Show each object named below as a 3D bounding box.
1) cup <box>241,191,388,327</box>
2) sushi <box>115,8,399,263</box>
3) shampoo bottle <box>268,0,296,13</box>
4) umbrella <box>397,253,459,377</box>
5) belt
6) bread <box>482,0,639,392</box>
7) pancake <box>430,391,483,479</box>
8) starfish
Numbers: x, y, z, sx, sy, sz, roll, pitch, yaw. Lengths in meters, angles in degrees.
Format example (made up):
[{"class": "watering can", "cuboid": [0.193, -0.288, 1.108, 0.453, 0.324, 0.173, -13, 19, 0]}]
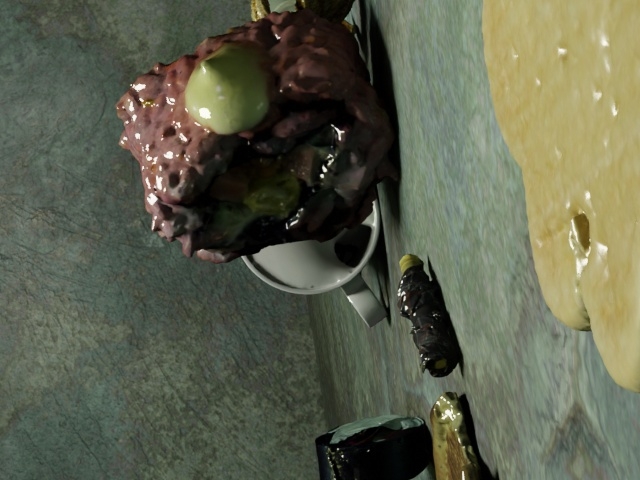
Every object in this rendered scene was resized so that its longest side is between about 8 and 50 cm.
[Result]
[{"class": "cup", "cuboid": [-0.016, -0.001, 1.729, 0.202, 0.167, 0.221, -126, 29, -87]}, {"class": "sushi", "cuboid": [-0.064, -0.099, 1.457, 0.236, 0.270, 0.171, 66, -175, -50]}, {"class": "shampoo bottle", "cuboid": [-0.037, -0.297, 1.924, 0.262, 0.085, 0.085, -109, 11, -71]}, {"class": "umbrella", "cuboid": [0.090, 0.064, 1.277, 0.144, 0.040, 0.037, -102, -3, -52]}, {"class": "belt", "cuboid": [0.054, 0.224, 1.522, 0.140, 0.105, 0.058, -17, -79, -50]}, {"class": "bread", "cuboid": [0.110, -0.098, 0.555, 0.316, 0.054, 0.316, 171, 90, -85]}, {"class": "pancake", "cuboid": [0.126, 0.240, 1.228, 0.235, 0.029, 0.212, -105, 6, -70]}, {"class": "starfish", "cuboid": [-0.013, -0.253, 1.520, 0.074, 0.146, 0.190, 35, 158, 34]}]
